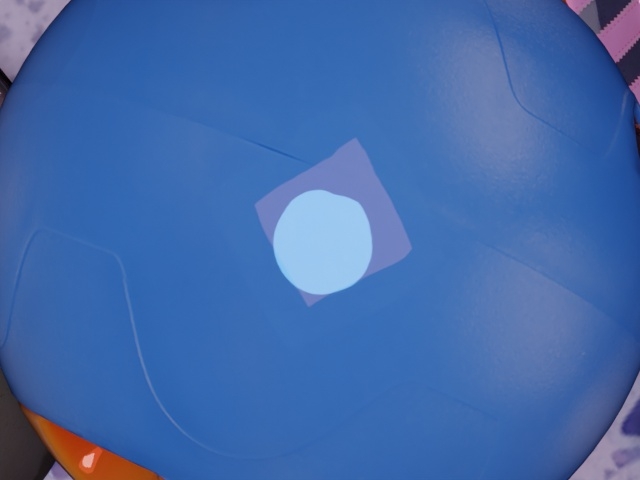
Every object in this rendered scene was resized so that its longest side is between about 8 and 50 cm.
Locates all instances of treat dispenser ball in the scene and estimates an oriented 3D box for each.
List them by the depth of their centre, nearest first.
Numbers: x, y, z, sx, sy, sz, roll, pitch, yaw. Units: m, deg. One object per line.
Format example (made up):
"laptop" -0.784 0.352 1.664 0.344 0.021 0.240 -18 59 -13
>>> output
"treat dispenser ball" 0.000 0.000 0.476 0.288 0.288 0.288 0 85 -4

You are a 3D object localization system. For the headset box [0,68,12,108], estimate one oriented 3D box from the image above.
"headset box" -0.180 -0.078 0.574 0.032 0.083 0.062 -38 88 -6

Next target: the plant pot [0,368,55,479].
"plant pot" -0.247 0.048 0.464 0.256 0.274 0.256 0 86 -4

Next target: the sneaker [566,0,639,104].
"sneaker" 0.131 -0.081 0.598 0.131 0.112 0.319 -9 83 12
